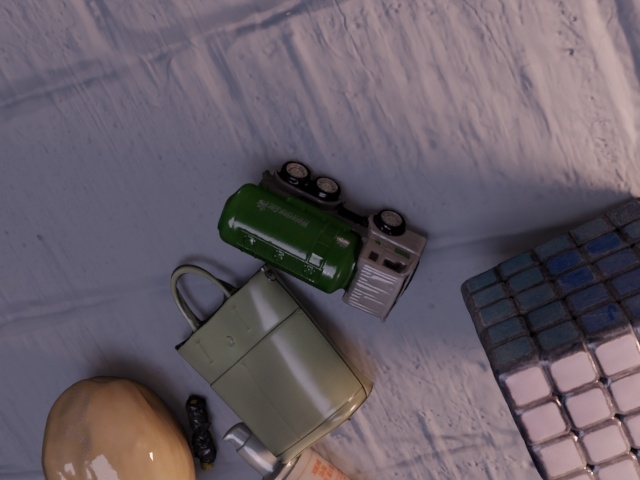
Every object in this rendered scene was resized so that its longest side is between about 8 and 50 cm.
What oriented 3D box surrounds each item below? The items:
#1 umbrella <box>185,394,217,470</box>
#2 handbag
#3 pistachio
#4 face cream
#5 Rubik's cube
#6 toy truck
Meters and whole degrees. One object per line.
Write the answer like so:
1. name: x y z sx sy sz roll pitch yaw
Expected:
1. umbrella: -0.189 0.309 1.532 0.037 0.040 0.144 -12 123 -9
2. handbag: -0.087 0.150 1.368 0.315 0.109 0.241 49 128 3
3. pistachio: -0.303 0.362 1.506 0.207 0.226 0.332 -6 115 49
4. face cream: -0.037 0.358 1.461 0.251 0.101 0.101 39 129 -5
5. Rubik's cube: 0.312 0.132 1.023 0.236 0.237 0.238 -25 111 8
6. toy truck: 0.000 0.000 1.176 0.242 0.125 0.101 26 129 4
